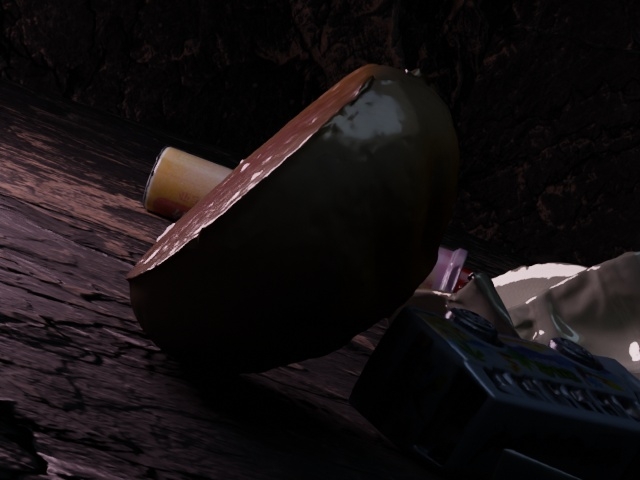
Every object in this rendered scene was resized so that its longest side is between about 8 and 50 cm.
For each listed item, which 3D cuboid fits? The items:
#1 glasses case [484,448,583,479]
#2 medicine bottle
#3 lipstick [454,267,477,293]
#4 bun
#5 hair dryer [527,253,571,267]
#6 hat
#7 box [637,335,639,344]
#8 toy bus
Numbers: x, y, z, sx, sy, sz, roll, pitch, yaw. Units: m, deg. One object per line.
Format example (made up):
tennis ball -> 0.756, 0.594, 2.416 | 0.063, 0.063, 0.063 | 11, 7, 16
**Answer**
glasses case -> 0.233, 0.225, 1.082 | 0.266, 0.056, 0.105 | 22, -19, 6
medicine bottle -> -0.022, -0.009, 2.106 | 0.426, 0.108, 0.108 | 20, 5, 5
lipstick -> 0.206, 0.075, 2.309 | 0.280, 0.073, 0.073 | 22, 5, 2
bun -> 0.000, 0.000, 1.247 | 0.165, 0.299, 0.299 | 48, 1, -9
hair dryer -> 0.448, 0.118, 2.246 | 0.320, 0.284, 0.155 | -9, 48, -13
hat -> 0.208, 0.112, 1.743 | 0.258, 0.168, 0.301 | -5, -3, -37
box -> 0.458, 0.154, 1.819 | 0.111, 0.194, 0.260 | 24, 4, 40
toy bus -> 0.178, 0.144, 1.342 | 0.330, 0.109, 0.136 | 16, 17, -47
